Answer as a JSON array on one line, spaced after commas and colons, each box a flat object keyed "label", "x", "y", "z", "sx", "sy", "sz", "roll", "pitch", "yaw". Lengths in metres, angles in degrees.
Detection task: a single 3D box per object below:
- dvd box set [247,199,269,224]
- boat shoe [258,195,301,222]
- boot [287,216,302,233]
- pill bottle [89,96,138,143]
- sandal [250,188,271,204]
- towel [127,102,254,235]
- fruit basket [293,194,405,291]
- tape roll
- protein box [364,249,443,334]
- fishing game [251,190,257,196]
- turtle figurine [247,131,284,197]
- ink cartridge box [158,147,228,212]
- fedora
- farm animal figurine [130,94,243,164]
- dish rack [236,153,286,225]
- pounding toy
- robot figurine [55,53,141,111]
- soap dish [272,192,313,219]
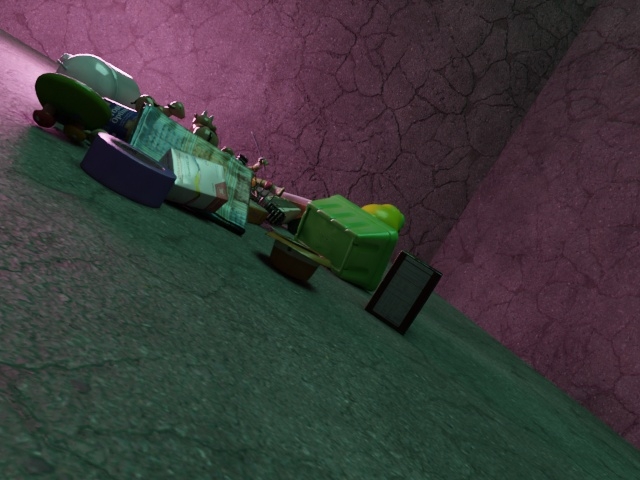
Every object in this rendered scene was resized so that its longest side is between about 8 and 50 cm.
[{"label": "dvd box set", "x": -0.366, "y": -0.169, "z": 1.775, "sx": 0.307, "sy": 0.062, "sz": 0.420, "roll": 34, "pitch": 5, "yaw": 14}, {"label": "boat shoe", "x": -0.161, "y": -0.125, "z": 2.229, "sx": 0.091, "sy": 0.109, "sz": 0.305, "roll": 54, "pitch": 12, "yaw": 9}, {"label": "boot", "x": -0.008, "y": -0.009, "z": 2.297, "sx": 0.236, "sy": 0.085, "sz": 0.179, "roll": 5, "pitch": -34, "yaw": 23}, {"label": "pill bottle", "x": -0.584, "y": -0.326, "z": 1.552, "sx": 0.219, "sy": 0.123, "sz": 0.123, "roll": 24, "pitch": 4, "yaw": 5}, {"label": "sandal", "x": -0.264, "y": -0.165, "z": 2.306, "sx": 0.219, "sy": 0.060, "sz": 0.090, "roll": 17, "pitch": 27, "yaw": -29}, {"label": "towel", "x": -0.343, "y": -0.194, "z": 1.500, "sx": 0.370, "sy": 0.040, "sz": 0.272, "roll": 30, "pitch": 41, "yaw": -29}, {"label": "fruit basket", "x": 0.144, "y": -0.012, "z": 2.051, "sx": 0.391, "sy": 0.283, "sz": 0.392, "roll": 20, "pitch": 16, "yaw": -6}, {"label": "tape roll", "x": -0.418, "y": -0.154, "z": 1.215, "sx": 0.189, "sy": 0.080, "sz": 0.189, "roll": 33, "pitch": 5, "yaw": -3}, {"label": "protein box", "x": 0.253, "y": 0.150, "z": 1.645, "sx": 0.136, "sy": 0.201, "sz": 0.200, "roll": 33, "pitch": 5, "yaw": 12}, {"label": "fishing game", "x": -0.378, "y": -0.216, "z": 2.192, "sx": 0.264, "sy": 0.041, "sz": 0.189, "roll": 16, "pitch": 11, "yaw": -17}, {"label": "turtle figurine", "x": -0.296, "y": -0.267, "z": 2.416, "sx": 0.266, "sy": 0.275, "sz": 0.198, "roll": 37, "pitch": 40, "yaw": 3}, {"label": "ink cartridge box", "x": -0.335, "y": -0.154, "z": 1.383, "sx": 0.198, "sy": 0.067, "sz": 0.115, "roll": 14, "pitch": 52, "yaw": -43}, {"label": "fedora", "x": -0.067, "y": 0.047, "z": 1.411, "sx": 0.194, "sy": 0.079, "sz": 0.194, "roll": 26, "pitch": 3, "yaw": -2}, {"label": "farm animal figurine", "x": -0.420, "y": -0.351, "z": 1.794, "sx": 0.330, "sy": 0.172, "sz": 0.326, "roll": 26, "pitch": 10, "yaw": -45}, {"label": "dish rack", "x": -0.227, "y": -0.168, "z": 1.984, "sx": 0.271, "sy": 0.074, "sz": 0.208, "roll": 42, "pitch": -19, "yaw": -6}, {"label": "pounding toy", "x": -0.619, "y": -0.292, "z": 1.356, "sx": 0.182, "sy": 0.110, "sz": 0.237, "roll": 21, "pitch": -23, "yaw": -7}, {"label": "robot figurine", "x": -0.728, "y": -0.484, "z": 1.818, "sx": 0.300, "sy": 0.200, "sz": 0.353, "roll": 47, "pitch": 6, "yaw": 6}, {"label": "soap dish", "x": -0.059, "y": -0.124, "z": 2.562, "sx": 0.290, "sy": 0.118, "sz": 0.229, "roll": 18, "pitch": 0, "yaw": 19}]
